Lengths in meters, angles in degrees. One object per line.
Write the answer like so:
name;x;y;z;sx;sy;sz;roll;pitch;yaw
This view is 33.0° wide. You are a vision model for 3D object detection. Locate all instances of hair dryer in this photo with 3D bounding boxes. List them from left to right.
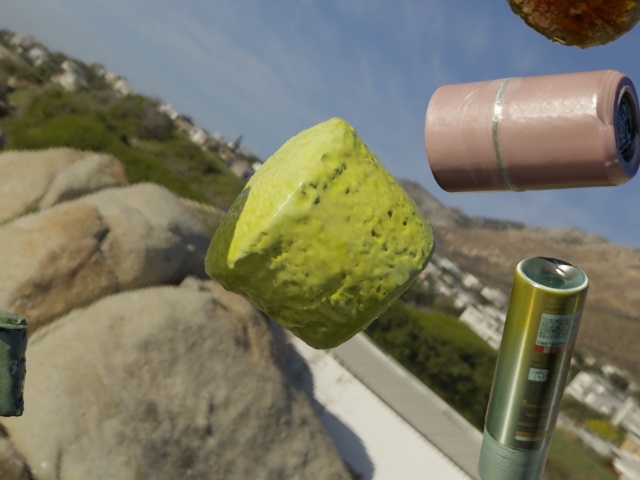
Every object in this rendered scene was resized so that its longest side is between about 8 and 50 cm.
hair dryer;0.290;-0.145;1.265;0.210;0.125;0.352;-1;14;32

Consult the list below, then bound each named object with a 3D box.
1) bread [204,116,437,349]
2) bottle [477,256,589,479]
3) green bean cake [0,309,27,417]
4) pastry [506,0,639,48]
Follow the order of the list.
bread;0.000;0.000;1.821;0.308;0.348;0.348;45;-5;-12
bottle;0.239;0.160;1.237;0.082;0.082;0.286;37;-49;45
green bean cake;-0.443;0.120;1.123;0.241;0.132;0.255;7;-6;-26
pastry;0.319;-0.331;1.333;0.192;0.182;0.093;43;35;-5
